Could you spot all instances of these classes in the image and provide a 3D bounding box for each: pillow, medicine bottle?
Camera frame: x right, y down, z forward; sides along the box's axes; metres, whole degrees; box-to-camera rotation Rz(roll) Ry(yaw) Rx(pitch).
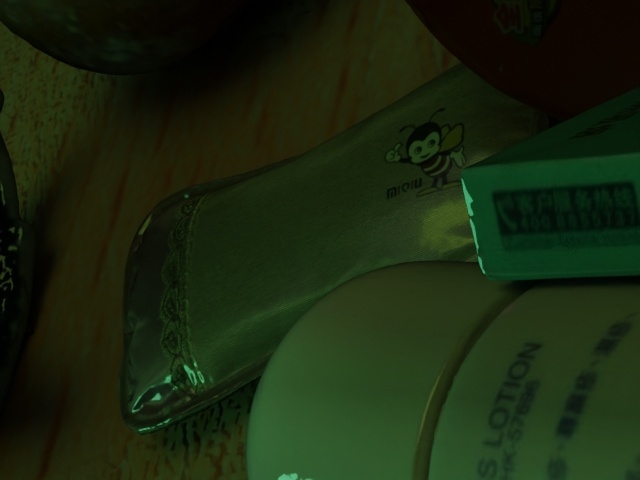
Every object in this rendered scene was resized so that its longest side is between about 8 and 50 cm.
[{"bbox_3d":[0.000,0.000,0.825,0.233,0.038,0.130,-24,44,30],"label":"pillow"},{"bbox_3d":[0.108,0.074,0.541,0.341,0.130,0.130,3,60,51],"label":"medicine bottle"}]

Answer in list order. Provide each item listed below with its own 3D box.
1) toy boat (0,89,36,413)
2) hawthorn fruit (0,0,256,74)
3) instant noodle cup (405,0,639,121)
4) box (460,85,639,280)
[{"bbox_3d":[-0.203,0.045,0.936,0.142,0.129,0.309,-33,34,42],"label":"toy boat"},{"bbox_3d":[-0.096,-0.223,0.998,0.231,0.263,0.235,10,35,30],"label":"hawthorn fruit"},{"bbox_3d":[0.097,-0.183,0.726,0.250,0.250,0.192,-49,25,1],"label":"instant noodle cup"},{"bbox_3d":[0.178,-0.034,0.541,0.229,0.041,0.162,-4,15,42],"label":"box"}]
